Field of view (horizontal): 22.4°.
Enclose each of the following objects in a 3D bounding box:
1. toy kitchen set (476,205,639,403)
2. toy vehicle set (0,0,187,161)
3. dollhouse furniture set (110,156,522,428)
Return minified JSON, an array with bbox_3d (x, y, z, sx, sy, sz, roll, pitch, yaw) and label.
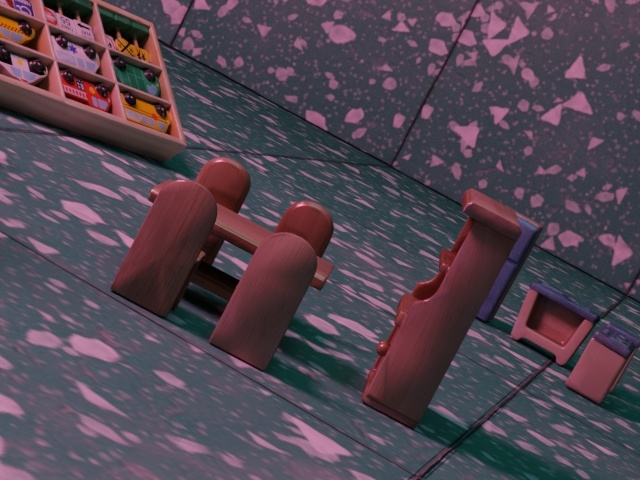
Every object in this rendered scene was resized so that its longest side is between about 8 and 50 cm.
[{"bbox_3d":[0.241,0.063,1.701,0.207,0.122,0.166,29,8,13],"label":"toy kitchen set"},{"bbox_3d":[-0.255,-0.186,1.637,0.267,0.035,0.166,17,47,-50],"label":"toy vehicle set"},{"bbox_3d":[0.000,0.000,1.161,0.242,0.161,0.212,28,8,1],"label":"dollhouse furniture set"}]
